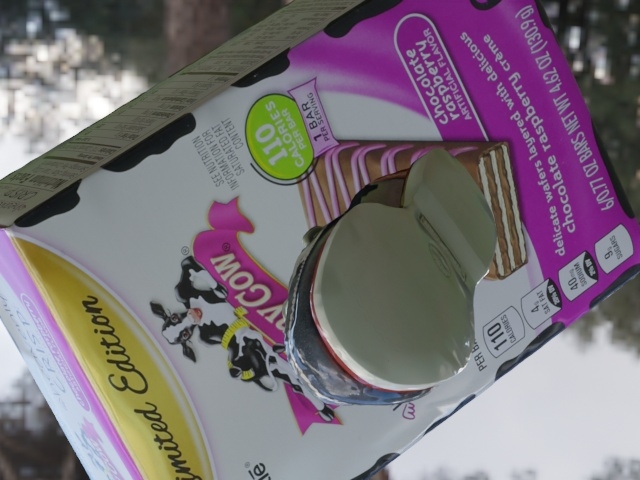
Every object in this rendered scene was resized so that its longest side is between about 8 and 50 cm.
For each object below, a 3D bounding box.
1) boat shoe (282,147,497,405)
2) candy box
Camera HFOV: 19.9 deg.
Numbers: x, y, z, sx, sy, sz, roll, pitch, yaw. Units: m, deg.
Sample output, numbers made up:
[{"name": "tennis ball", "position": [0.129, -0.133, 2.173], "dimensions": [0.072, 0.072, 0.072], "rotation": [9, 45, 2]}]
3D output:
[{"name": "boat shoe", "position": [0.013, 0.013, 0.472], "dimensions": [0.043, 0.049, 0.137], "rotation": [-31, -171, 21]}, {"name": "candy box", "position": [0.000, 0.000, 0.695], "dimensions": [0.233, 0.159, 0.071], "rotation": [-35, -160, -22]}]
